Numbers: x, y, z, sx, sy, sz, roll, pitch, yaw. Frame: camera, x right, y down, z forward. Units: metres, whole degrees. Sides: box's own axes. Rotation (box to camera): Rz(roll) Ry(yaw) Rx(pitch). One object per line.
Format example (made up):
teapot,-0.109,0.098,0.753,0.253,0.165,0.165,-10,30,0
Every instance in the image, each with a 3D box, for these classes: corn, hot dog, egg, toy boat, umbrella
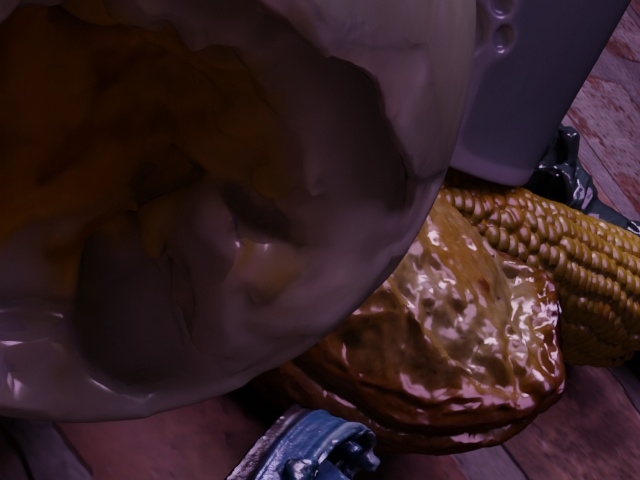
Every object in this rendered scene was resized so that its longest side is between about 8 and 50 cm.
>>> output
corn,0.131,0.020,1.022,0.310,0.101,0.101,17,39,-47
hot dog,-0.001,0.003,0.796,0.259,0.114,0.175,39,30,-20
egg,-0.095,-0.115,0.581,0.278,0.278,0.336,28,30,-42
toy boat,-0.004,0.108,0.687,0.061,0.060,0.137,32,15,7
umbrella,0.229,0.016,1.221,0.349,0.094,0.143,48,27,-10

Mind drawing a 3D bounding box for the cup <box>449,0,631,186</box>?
cup,0.040,-0.238,0.976,0.357,0.274,0.259,32,13,11
